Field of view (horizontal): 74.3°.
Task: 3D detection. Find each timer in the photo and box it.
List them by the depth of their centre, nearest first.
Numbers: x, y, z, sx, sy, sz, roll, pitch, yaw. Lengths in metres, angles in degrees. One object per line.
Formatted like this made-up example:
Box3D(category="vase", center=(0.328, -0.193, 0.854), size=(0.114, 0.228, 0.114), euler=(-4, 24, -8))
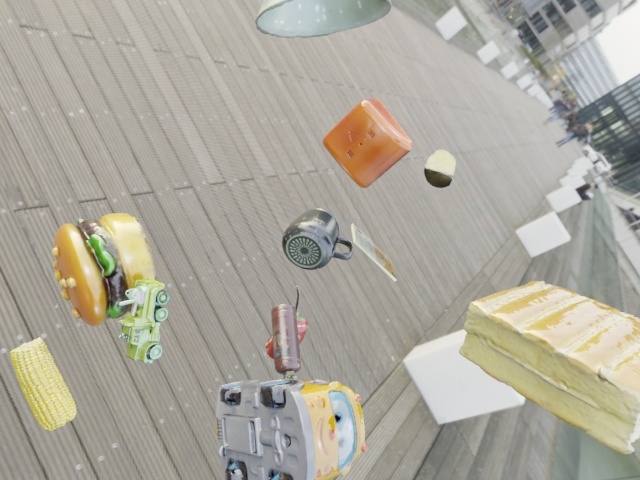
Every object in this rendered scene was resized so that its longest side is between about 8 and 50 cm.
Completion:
Box3D(category="timer", center=(0.174, -0.359, 1.580), size=(0.250, 0.257, 0.161), euler=(51, 26, 1))

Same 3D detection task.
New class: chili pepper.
Box3D(category="chili pepper", center=(-0.122, 0.371, 1.800), size=(0.135, 0.338, 0.131), euler=(25, 29, -7))

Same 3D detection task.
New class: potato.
Box3D(category="potato", center=(0.379, -0.228, 1.335), size=(0.096, 0.066, 0.103), euler=(27, 62, 9))

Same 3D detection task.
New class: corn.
Box3D(category="corn", center=(-0.739, 0.385, 1.127), size=(0.093, 0.093, 0.244), euler=(-28, 94, -55))

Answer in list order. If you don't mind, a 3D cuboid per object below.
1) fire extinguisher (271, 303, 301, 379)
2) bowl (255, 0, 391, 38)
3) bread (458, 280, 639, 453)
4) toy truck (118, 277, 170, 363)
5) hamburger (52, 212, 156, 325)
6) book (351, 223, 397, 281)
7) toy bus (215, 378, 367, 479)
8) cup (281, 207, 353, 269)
Box3D(category="fire extinguisher", center=(-0.141, 0.426, 1.619), size=(0.102, 0.138, 0.343), euler=(26, 45, -41))
Box3D(category="bowl", center=(-0.003, -0.572, 0.946), size=(0.313, 0.314, 0.146), euler=(-28, 114, -55))
Box3D(category="bread", center=(0.376, 0.159, 0.619), size=(0.246, 0.110, 0.239), euler=(-9, 26, -38))
Box3D(category="toy truck", center=(-0.585, 0.260, 1.361), size=(0.135, 0.128, 0.259), euler=(-1, 99, -52))
Box3D(category="hamburger", center=(-0.774, 0.093, 1.495), size=(0.278, 0.396, 0.395), euler=(-19, 77, -36))
Box3D(category="book", center=(0.150, 0.033, 1.200), size=(0.172, 0.012, 0.118), euler=(42, 20, -20))
Box3D(category="toy bus", center=(-0.041, 0.243, 0.552), size=(0.136, 0.210, 0.126), euler=(4, 72, -39))
Box3D(category="cup", center=(0.000, 0.000, 1.351), size=(0.223, 0.169, 0.176), euler=(17, 32, 7))
